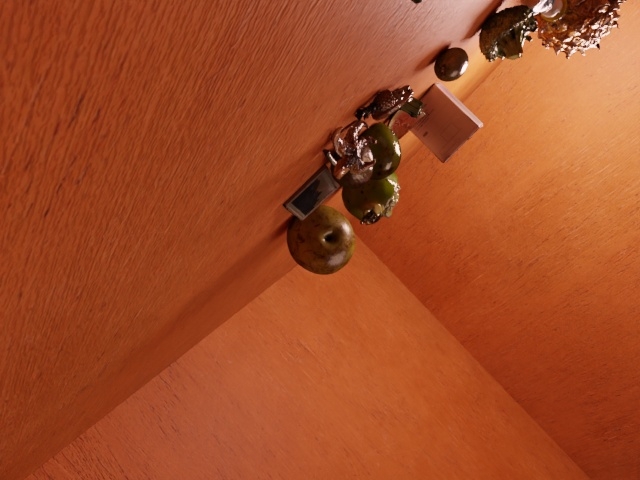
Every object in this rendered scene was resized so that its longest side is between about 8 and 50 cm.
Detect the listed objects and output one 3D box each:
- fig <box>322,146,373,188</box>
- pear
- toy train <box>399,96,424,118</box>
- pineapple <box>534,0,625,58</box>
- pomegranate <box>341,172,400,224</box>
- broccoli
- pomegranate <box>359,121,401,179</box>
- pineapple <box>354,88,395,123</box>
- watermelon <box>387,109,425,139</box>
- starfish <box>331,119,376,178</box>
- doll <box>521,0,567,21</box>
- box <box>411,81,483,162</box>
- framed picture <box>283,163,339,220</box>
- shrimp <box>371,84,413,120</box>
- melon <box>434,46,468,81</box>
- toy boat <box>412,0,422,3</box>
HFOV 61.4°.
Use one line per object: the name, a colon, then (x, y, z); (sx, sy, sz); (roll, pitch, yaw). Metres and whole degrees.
fig: (0.074, -0.233, 1.638); (0.149, 0.149, 0.245); (-46, 163, 21)
pear: (0.000, 0.000, 2.101); (0.283, 0.283, 0.283); (-43, 175, -5)
toy train: (0.294, -0.445, 1.773); (0.056, 0.093, 0.038); (-58, 174, 0)
pineapple: (0.987, -0.905, 2.083); (0.352, 0.352, 0.300); (-45, 162, 18)
pomegranate: (0.217, -0.185, 2.313); (0.260, 0.260, 0.341); (-47, -162, 31)
broccoli: (0.658, -0.720, 1.882); (0.197, 0.176, 0.226); (-18, -161, -17)
pomegranate: (0.178, -0.280, 1.848); (0.240, 0.159, 0.190); (-34, 170, -33)
pineapple: (0.144, -0.371, 1.488); (0.124, 0.058, 0.058); (-28, 171, -15)
watermelon: (0.287, -0.435, 1.951); (0.163, 0.087, 0.069); (-43, -154, 4)
starfish: (0.085, -0.255, 1.529); (0.071, 0.216, 0.238); (-4, -133, 32)
doll: (0.785, -0.838, 1.894); (0.240, 0.098, 0.135); (2, 111, -41)
box: (0.487, -0.471, 2.163); (0.203, 0.251, 0.106); (-48, 176, 33)
framed picture: (-0.027, -0.156, 1.843); (0.192, 0.018, 0.265); (-43, 167, 3)
shrimp: (0.232, -0.417, 1.600); (0.126, 0.048, 0.223); (-15, -155, 47)
melon: (0.425, -0.569, 1.740); (0.162, 0.099, 0.099); (-43, 176, -43)
toy boat: (0.227, -0.505, 0.937); (0.210, 0.052, 0.104); (-44, 173, 8)
